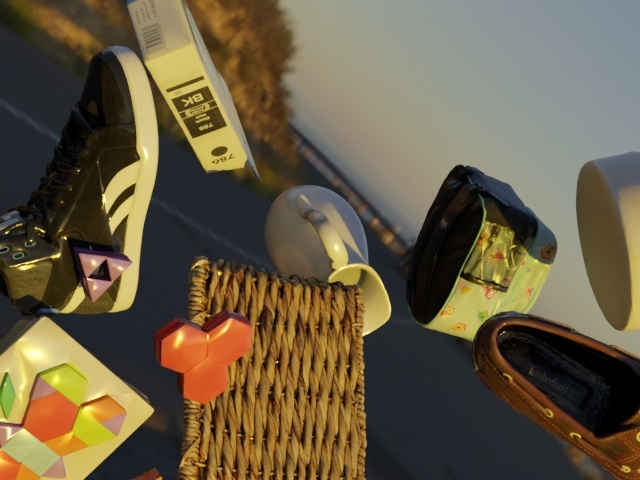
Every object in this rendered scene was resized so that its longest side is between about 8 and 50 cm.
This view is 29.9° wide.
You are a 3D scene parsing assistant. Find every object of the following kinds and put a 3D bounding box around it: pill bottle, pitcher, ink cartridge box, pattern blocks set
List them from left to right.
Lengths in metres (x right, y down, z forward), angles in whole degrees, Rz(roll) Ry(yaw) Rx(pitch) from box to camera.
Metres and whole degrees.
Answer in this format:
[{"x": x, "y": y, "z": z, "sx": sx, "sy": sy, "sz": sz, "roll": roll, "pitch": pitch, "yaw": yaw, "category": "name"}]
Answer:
[{"x": -0.225, "y": 0.152, "z": 0.909, "sx": 0.285, "sy": 0.325, "sz": 0.026, "roll": 30, "pitch": 7, "yaw": -36, "category": "pattern blocks set"}, {"x": -0.156, "y": -0.197, "z": 1.430, "sx": 0.332, "sy": 0.065, "sz": 0.165, "roll": 65, "pitch": 4, "yaw": -63, "category": "ink cartridge box"}, {"x": 0.000, "y": 0.000, "z": 1.507, "sx": 0.207, "sy": 0.125, "sz": 0.178, "roll": -122, "pitch": -168, "yaw": -48, "category": "pitcher"}, {"x": 0.492, "y": -0.028, "z": 1.287, "sx": 0.224, "sy": 0.392, "sz": 0.224, "roll": 170, "pitch": -90, "yaw": -88, "category": "pill bottle"}]

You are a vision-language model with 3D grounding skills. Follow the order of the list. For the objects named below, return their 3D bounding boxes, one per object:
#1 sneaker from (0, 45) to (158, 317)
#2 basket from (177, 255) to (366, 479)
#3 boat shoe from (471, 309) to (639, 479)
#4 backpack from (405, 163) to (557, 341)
[{"x": -0.192, "y": -0.034, "z": 0.882, "sx": 0.121, "sy": 0.217, "sz": 0.079, "roll": -9, "pitch": 30, "yaw": -32, "category": "sneaker"}, {"x": -0.091, "y": 0.191, "z": 1.350, "sx": 0.223, "sy": 0.299, "sz": 0.213, "roll": 10, "pitch": -22, "yaw": -28, "category": "basket"}, {"x": 0.189, "y": 0.109, "z": 0.753, "sx": 0.207, "sy": 0.073, "sz": 0.073, "roll": 25, "pitch": -14, "yaw": 5, "category": "boat shoe"}, {"x": 0.186, "y": 0.026, "z": 1.445, "sx": 0.144, "sy": 0.188, "sz": 0.166, "roll": 23, "pitch": 17, "yaw": -21, "category": "backpack"}]
